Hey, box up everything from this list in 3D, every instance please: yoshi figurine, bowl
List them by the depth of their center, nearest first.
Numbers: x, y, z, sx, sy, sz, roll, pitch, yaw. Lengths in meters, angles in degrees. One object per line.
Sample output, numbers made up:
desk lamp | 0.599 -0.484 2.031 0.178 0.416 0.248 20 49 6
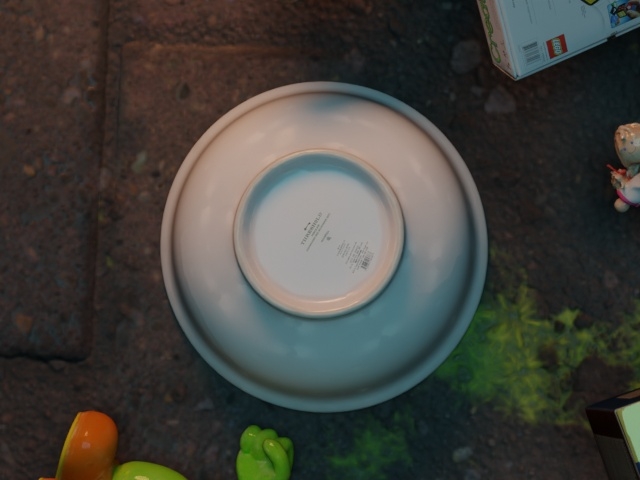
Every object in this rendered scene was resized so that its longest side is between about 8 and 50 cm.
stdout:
yoshi figurine | -0.060 0.255 1.430 0.362 0.203 0.203 23 80 1
bowl | 0.000 0.000 1.476 0.298 0.134 0.298 0 85 3

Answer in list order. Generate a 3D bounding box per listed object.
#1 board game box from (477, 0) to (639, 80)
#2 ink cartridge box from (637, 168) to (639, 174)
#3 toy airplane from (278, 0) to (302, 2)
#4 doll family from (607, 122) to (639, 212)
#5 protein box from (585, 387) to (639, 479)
board game box | 0.197 -0.302 1.367 0.193 0.053 0.305 -24 120 -10
ink cartridge box | 0.452 -0.045 1.498 0.332 0.065 0.165 32 87 6
toy airplane | 0.084 -0.400 1.470 0.386 0.272 0.384 -7 96 -35
doll family | 0.351 -0.113 1.413 0.163 0.118 0.263 52 127 15
protein box | 0.343 0.169 1.413 0.200 0.201 0.136 -19 85 0
